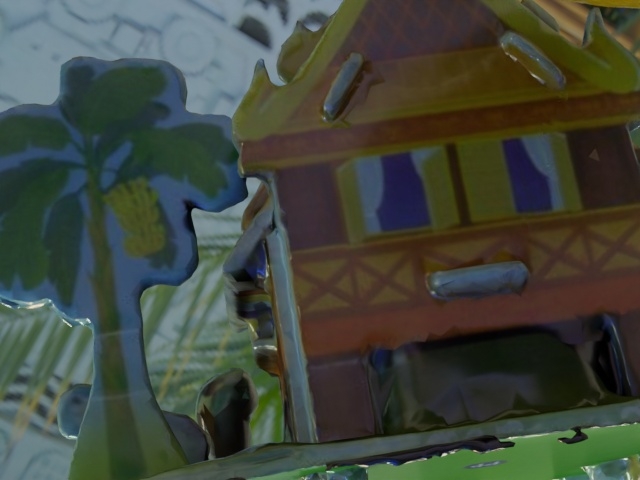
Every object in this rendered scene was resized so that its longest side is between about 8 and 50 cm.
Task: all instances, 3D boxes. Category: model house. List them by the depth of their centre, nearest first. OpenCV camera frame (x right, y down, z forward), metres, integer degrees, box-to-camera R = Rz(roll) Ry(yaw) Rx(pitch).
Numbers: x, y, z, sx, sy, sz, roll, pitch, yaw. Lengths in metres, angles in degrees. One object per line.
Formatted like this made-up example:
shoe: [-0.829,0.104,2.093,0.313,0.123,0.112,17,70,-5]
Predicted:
model house: [0.000,0.000,0.679,0.358,0.312,0.242,-9,160,-3]

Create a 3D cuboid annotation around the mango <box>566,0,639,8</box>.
mango: [0.176,-0.164,0.496,0.359,0.144,0.187,-10,-176,-17]
